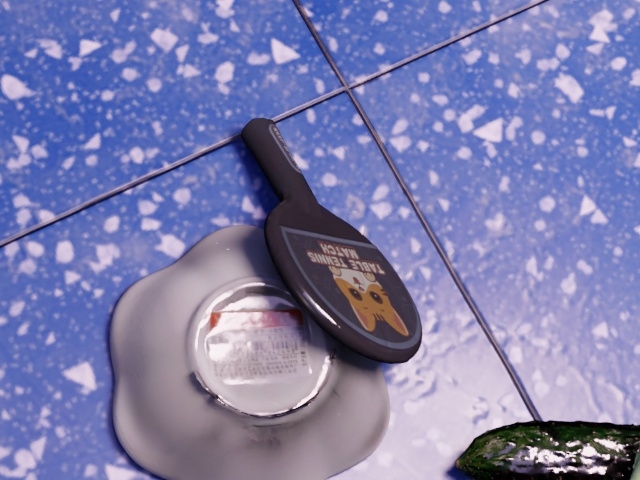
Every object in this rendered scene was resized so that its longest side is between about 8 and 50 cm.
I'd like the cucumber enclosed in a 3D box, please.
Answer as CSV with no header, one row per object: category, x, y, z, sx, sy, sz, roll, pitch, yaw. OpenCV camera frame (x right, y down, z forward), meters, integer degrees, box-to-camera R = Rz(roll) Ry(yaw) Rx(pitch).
cucumber,0.226,0.170,1.296,0.245,0.067,0.067,10,70,-6

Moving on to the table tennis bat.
table tennis bat,0.000,0.000,1.299,0.150,0.027,0.236,12,42,-51

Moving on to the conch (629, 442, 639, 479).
conch,0.263,0.263,1.229,0.143,0.137,0.250,22,69,16

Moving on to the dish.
dish,-0.048,0.087,1.267,0.229,0.081,0.229,3,70,-8
